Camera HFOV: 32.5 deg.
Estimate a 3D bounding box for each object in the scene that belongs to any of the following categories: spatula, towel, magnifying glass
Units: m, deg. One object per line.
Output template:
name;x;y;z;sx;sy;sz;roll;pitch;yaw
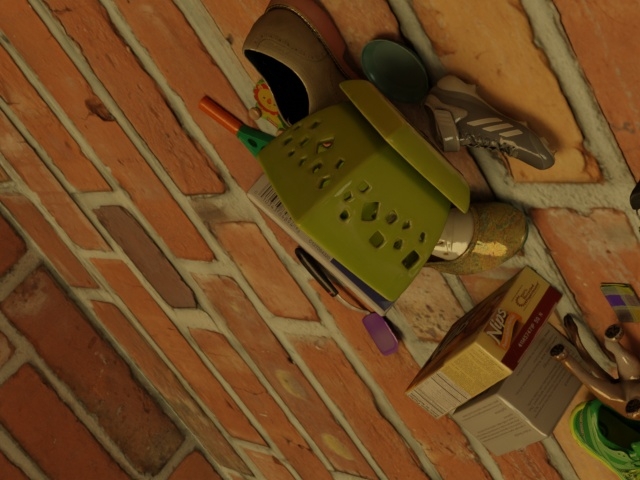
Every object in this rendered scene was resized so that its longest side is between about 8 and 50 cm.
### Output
spatula;0.053;0.122;2.252;0.296;0.030;0.084;44;150;-7
towel;0.483;0.101;1.743;0.060;0.009;0.083;1;134;50
magnifying glass;-0.130;-0.190;2.035;0.231;0.026;0.092;35;151;4

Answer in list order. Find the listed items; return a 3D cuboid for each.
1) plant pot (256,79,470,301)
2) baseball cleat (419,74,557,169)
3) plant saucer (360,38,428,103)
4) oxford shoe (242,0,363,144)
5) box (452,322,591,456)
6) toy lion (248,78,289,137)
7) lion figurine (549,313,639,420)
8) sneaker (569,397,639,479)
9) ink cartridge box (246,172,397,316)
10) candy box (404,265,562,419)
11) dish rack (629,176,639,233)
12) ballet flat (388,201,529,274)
plant pot;0.073;-0.087;1.607;0.227;0.207;0.228;38;-169;-35
baseball cleat;0.234;-0.147;1.580;0.206;0.109;0.072;38;165;12
plant saucer;0.115;-0.259;1.651;0.119;0.021;0.119;28;150;18
oxford shoe;0.012;-0.193;1.732;0.140;0.146;0.397;-11;125;52
box;0.357;0.267;1.946;0.119;0.182;0.181;42;151;-1
toy lion;-0.078;-0.232;1.909;0.100;0.034;0.096;39;144;0
lion figurine;0.533;0.267;1.735;0.240;0.142;0.392;42;-172;-27
sneaker;0.574;0.384;1.934;0.295;0.109;0.123;34;155;10
ink cartridge box;0.000;0.000;2.052;0.324;0.071;0.330;41;180;-4
candy box;0.279;0.185;1.920;0.087;0.183;0.316;39;151;2
dish rack;0.539;0.018;1.448;0.208;0.074;0.272;-10;114;56
ballet flat;0.185;-0.006;1.811;0.123;0.123;0.348;52;152;-21
